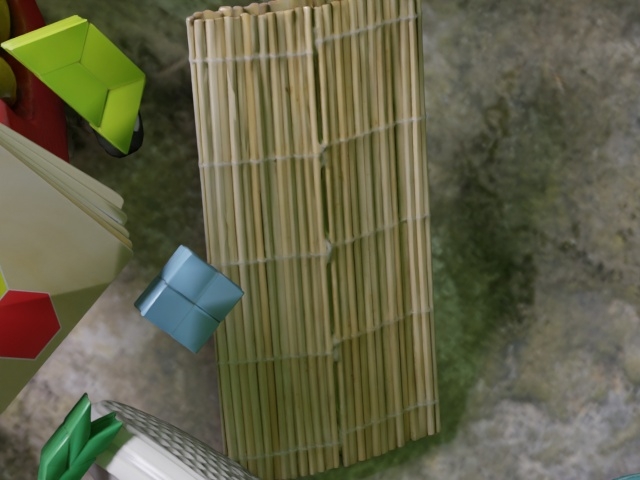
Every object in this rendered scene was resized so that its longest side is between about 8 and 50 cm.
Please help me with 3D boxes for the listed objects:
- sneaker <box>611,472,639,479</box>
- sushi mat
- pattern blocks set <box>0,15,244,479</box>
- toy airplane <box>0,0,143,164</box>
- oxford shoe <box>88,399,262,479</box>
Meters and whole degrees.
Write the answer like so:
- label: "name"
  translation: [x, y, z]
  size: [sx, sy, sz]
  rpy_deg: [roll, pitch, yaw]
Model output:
- label: "sneaker"
  translation: [0.246, 0.301, 1.162]
  size: [0.121, 0.108, 0.302]
  rpy_deg: [-11, 86, -9]
- label: "sushi mat"
  translation: [0.000, 0.000, 1.107]
  size: [0.151, 0.019, 0.316]
  rpy_deg: [-12, 113, -21]
- label: "pattern blocks set"
  translation: [-0.203, 0.002, 0.926]
  size: [0.285, 0.026, 0.325]
  rpy_deg: [-43, 121, -6]
- label: "toy airplane"
  translation: [-0.254, -0.202, 1.001]
  size: [0.384, 0.272, 0.386]
  rpy_deg: [25, 94, 10]
- label: "oxford shoe"
  translation: [0.014, 0.268, 1.055]
  size: [0.449, 0.169, 0.130]
  rpy_deg: [42, 94, -3]
